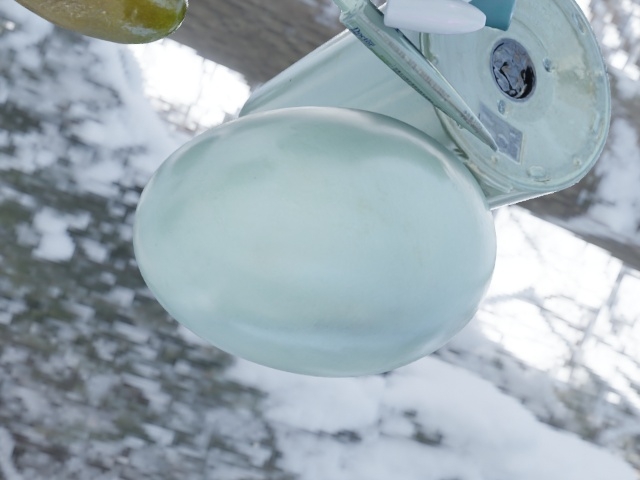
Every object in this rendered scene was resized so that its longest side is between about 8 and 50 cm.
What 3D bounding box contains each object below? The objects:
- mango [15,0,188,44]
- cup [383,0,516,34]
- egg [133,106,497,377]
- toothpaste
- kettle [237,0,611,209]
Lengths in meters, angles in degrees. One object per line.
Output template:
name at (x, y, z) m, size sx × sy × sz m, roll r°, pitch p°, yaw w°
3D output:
mango at (-0.211, -0.242, 1.187) m, size 0.136 × 0.227 × 0.099 m, roll -28°, pitch -148°, yaw 39°
cup at (0.091, -0.274, 1.218) m, size 0.300 × 0.173 × 0.167 m, roll -75°, pitch 175°, yaw -45°
egg at (0.000, 0.000, 1.208) m, size 0.230 × 0.371 × 0.230 m, roll -5°, pitch -97°, yaw 43°
toothpaste at (0.076, -0.140, 1.169) m, size 0.029 × 0.197 × 0.048 m, roll -46°, pitch -155°, yaw 8°
kettle at (0.076, -0.080, 1.518) m, size 0.376 × 0.250 × 0.361 m, roll -21°, pitch -132°, yaw 52°
